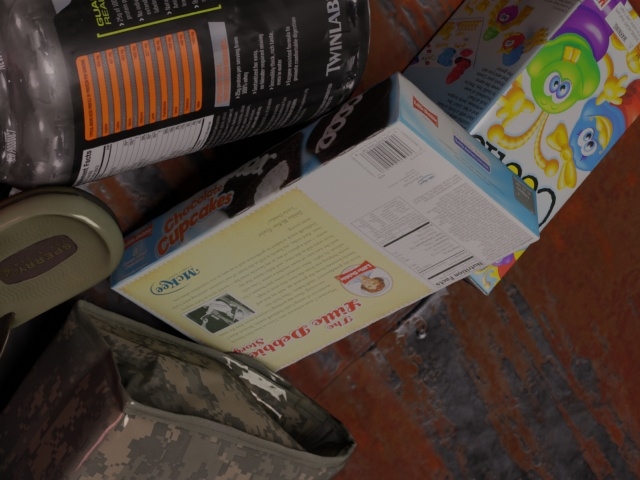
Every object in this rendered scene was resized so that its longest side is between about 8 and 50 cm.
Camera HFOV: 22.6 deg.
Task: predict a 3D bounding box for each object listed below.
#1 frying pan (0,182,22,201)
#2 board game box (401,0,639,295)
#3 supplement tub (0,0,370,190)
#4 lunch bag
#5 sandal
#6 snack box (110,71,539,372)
[{"bbox_3d":[-0.351,0.068,1.284,0.197,0.053,0.326,7,104,-33],"label":"frying pan"},{"bbox_3d":[0.166,-0.113,1.475,0.275,0.144,0.142,-49,125,-6],"label":"board game box"},{"bbox_3d":[-0.149,-0.159,1.229,0.338,0.207,0.207,-17,116,-25],"label":"supplement tub"},{"bbox_3d":[-0.137,0.212,1.376,0.287,0.169,0.235,24,108,-39],"label":"lunch bag"},{"bbox_3d":[-0.279,0.061,1.194,0.302,0.086,0.120,-32,131,21],"label":"sandal"},{"bbox_3d":[0.000,0.000,1.350,0.322,0.060,0.187,-29,132,31],"label":"snack box"}]
